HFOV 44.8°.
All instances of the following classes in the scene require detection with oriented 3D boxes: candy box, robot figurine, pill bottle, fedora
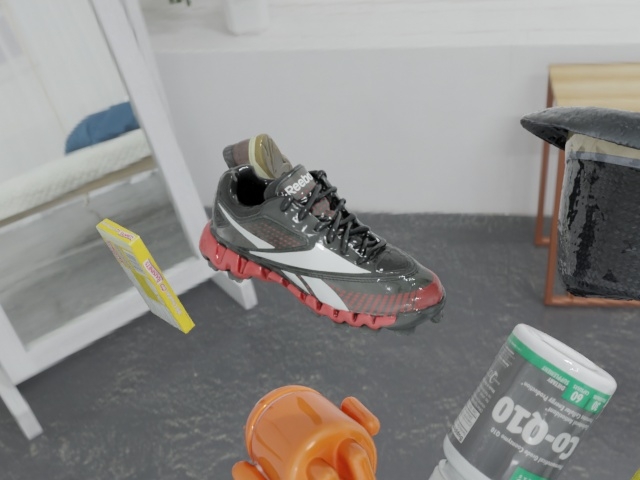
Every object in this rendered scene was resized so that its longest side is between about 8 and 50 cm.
[{"bbox_3d":[-0.281,0.060,1.257,0.027,0.205,0.105,-42,42,-22],"label":"candy box"},{"bbox_3d":[-0.017,0.257,0.960,0.158,0.128,0.219,-61,30,-4],"label":"robot figurine"},{"bbox_3d":[0.352,0.351,1.406,0.204,0.204,0.361,37,102,42],"label":"pill bottle"},{"bbox_3d":[0.303,-0.003,0.674,0.334,0.152,0.334,18,6,-2],"label":"fedora"}]

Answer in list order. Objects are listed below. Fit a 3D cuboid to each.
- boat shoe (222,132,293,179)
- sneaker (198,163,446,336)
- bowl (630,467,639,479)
[{"bbox_3d":[-0.089,-0.097,1.183,0.074,0.223,0.080,2,72,11],"label":"boat shoe"},{"bbox_3d":[0.000,0.000,0.780,0.276,0.135,0.097,22,36,21],"label":"sneaker"},{"bbox_3d":[0.517,0.356,0.944,0.290,0.156,0.289,-7,51,8],"label":"bowl"}]
